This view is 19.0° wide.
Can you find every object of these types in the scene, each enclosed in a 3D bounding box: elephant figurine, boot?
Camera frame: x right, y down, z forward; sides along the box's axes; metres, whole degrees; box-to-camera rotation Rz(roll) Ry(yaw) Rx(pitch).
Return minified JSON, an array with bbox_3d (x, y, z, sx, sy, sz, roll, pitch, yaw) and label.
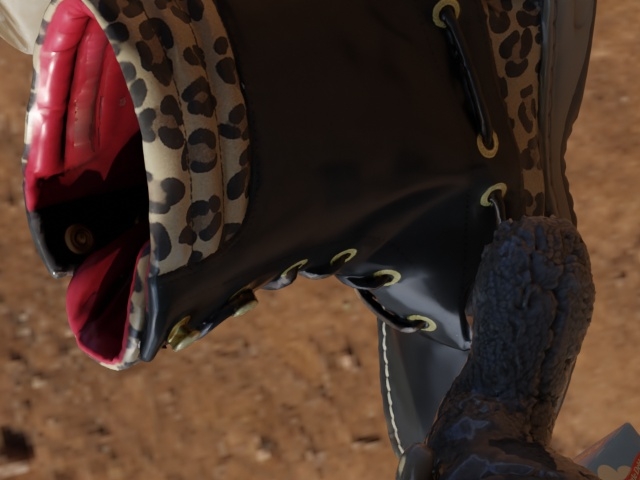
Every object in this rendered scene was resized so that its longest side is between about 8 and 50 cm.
[{"bbox_3d":[0.050,0.144,0.571,0.186,0.169,0.239,39,108,6],"label":"elephant figurine"},{"bbox_3d":[0.000,0.000,0.971,0.138,0.284,0.377,35,133,40],"label":"boot"}]

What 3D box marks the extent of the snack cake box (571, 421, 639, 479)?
[{"bbox_3d":[0.118,0.246,1.294,0.089,0.152,0.264,52,130,5],"label":"snack cake box"}]

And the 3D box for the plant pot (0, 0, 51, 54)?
[{"bbox_3d":[-0.119,-0.262,1.073,0.323,0.280,0.323,45,171,9],"label":"plant pot"}]
